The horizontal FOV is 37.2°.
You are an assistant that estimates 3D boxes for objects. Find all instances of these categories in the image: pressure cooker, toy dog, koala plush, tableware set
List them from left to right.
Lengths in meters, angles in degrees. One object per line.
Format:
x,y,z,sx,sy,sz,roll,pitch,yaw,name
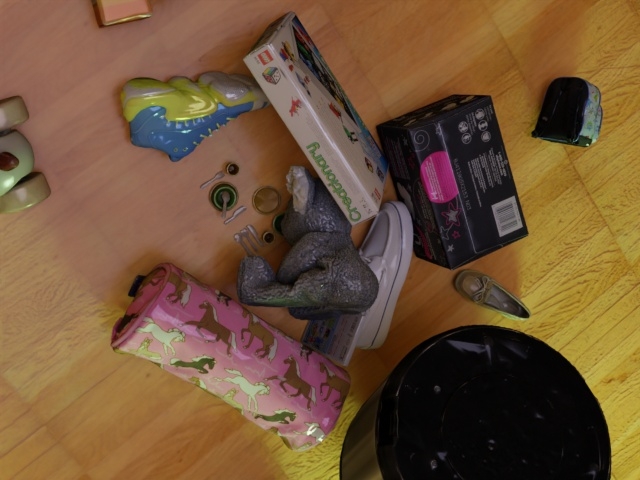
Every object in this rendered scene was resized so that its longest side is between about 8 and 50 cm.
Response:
-0.530,-0.076,1.322,0.333,0.161,0.220,-41,109,-9,toy dog
-0.113,-0.057,1.541,0.104,0.024,0.154,-37,108,-10,tableware set
0.000,0.000,1.504,0.196,0.203,0.221,22,66,-49,koala plush
0.224,0.356,1.530,0.369,0.420,0.376,0,65,-13,pressure cooker

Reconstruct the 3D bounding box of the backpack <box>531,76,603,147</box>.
0.439,-0.225,1.664,0.084,0.105,0.114,7,96,-42,backpack

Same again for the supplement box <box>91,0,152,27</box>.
-0.313,-0.433,1.383,0.078,0.080,0.234,-16,105,-17,supplement box

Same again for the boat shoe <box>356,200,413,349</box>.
0.085,0.058,1.585,0.084,0.095,0.258,7,96,-34,boat shoe

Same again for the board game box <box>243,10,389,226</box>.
0.003,-0.192,1.472,0.053,0.193,0.305,-27,109,21,board game box

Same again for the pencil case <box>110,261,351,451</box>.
-0.135,0.189,1.501,0.386,0.167,0.160,33,77,-20,pencil case

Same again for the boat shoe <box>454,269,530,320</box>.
0.308,0.100,1.698,0.153,0.048,0.056,33,87,-21,boat shoe

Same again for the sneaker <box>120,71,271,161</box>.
-0.190,-0.190,1.473,0.240,0.091,0.126,-3,118,-19,sneaker

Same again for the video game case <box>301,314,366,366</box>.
0.021,0.147,1.569,0.011,0.122,0.087,21,91,-39,video game case

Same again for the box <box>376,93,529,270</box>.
0.220,-0.102,1.586,0.163,0.142,0.247,-23,107,-15,box
